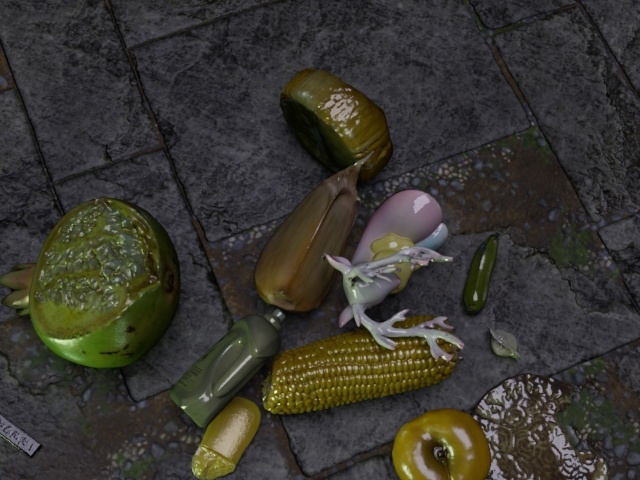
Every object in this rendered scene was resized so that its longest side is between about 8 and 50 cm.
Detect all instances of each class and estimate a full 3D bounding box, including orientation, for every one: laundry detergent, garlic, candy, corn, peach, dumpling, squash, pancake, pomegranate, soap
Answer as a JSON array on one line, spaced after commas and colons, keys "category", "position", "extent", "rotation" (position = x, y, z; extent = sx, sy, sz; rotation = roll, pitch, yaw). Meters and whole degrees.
[{"category": "laundry detergent", "position": [-0.158, 0.222, 1.814], "extent": [0.253, 0.181, 0.091], "rotation": [-45, 98, -12]}, {"category": "garlic", "position": [0.003, -0.008, 1.911], "extent": [0.151, 0.196, 0.338], "rotation": [35, 79, -9]}, {"category": "candy", "position": [0.031, -0.229, 1.972], "extent": [0.118, 0.260, 0.260], "rotation": [-43, 76, -14]}, {"category": "corn", "position": [0.077, 0.230, 1.851], "extent": [0.387, 0.144, 0.143], "rotation": [-11, 69, -8]}, {"category": "peach", "position": [0.221, 0.394, 1.805], "extent": [0.179, 0.103, 0.179], "rotation": [-2, 79, 10]}, {"category": "dumpling", "position": [0.357, 0.197, 1.923], "extent": [0.052, 0.057, 0.076], "rotation": [-9, 69, -7]}, {"category": "squash", "position": [0.322, 0.063, 1.979], "extent": [0.052, 0.052, 0.183], "rotation": [19, 70, 4]}, {"category": "pancake", "position": [0.413, 0.394, 1.864], "extent": [0.288, 0.033, 0.286], "rotation": [28, 68, 8]}, {"category": "pomegranate", "position": [-0.415, 0.094, 1.856], "extent": [0.359, 0.216, 0.309], "rotation": [-7, 66, 27]}, {"category": "soap", "position": [-0.173, 0.369, 1.839], "extent": [0.089, 0.033, 0.168], "rotation": [21, 70, 9]}]

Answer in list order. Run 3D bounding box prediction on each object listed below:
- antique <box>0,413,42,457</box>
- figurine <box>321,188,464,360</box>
[{"category": "antique", "position": [-0.600, 0.336, 1.838], "extent": [0.192, 0.015, 0.031], "rotation": [33, 71, 10]}, {"category": "figurine", "position": [0.144, 0.048, 1.815], "extent": [0.284, 0.206, 0.315], "rotation": [1, 40, 32]}]
